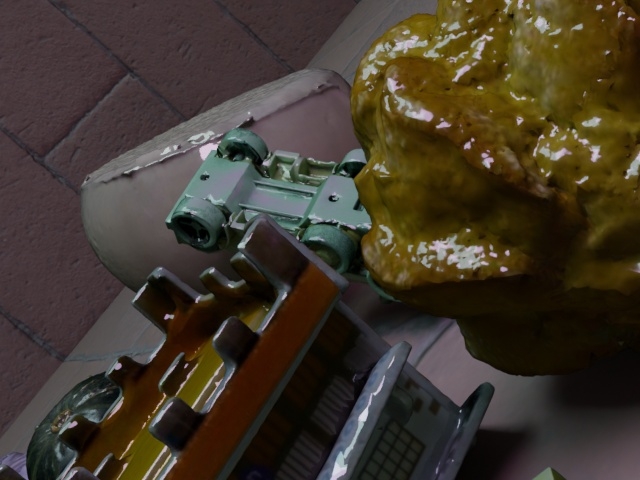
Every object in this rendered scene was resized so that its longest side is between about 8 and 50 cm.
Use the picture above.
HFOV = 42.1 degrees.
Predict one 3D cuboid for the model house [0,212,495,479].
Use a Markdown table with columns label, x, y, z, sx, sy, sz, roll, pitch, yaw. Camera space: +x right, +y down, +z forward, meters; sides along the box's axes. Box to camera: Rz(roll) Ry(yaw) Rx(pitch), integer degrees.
| label | x | y | z | sx | sy | sz | roll | pitch | yaw |
| --- | --- | --- | --- | --- | --- | --- | --- | --- | --- |
| model house | -0.040 | 0.132 | 0.477 | 0.198 | 0.215 | 0.224 | -21 | 30 | 55 |

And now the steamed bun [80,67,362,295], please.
| label | x | y | z | sx | sy | sz | roll | pitch | yaw |
| --- | --- | --- | --- | --- | --- | --- | --- | --- | --- |
| steamed bun | -0.095 | -0.044 | 1.015 | 0.374 | 0.241 | 0.374 | -21 | 16 | 6 |

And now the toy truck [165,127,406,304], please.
| label | x | y | z | sx | sy | sz | roll | pitch | yaw |
| --- | --- | --- | --- | --- | --- | --- | --- | --- | --- |
| toy truck | -0.003 | -0.003 | 0.752 | 0.135 | 0.259 | 0.128 | 84 | -155 | -49 |

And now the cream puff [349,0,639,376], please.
| label | x | y | z | sx | sy | sz | roll | pitch | yaw |
| --- | --- | --- | --- | --- | --- | --- | --- | --- | --- |
| cream puff | 0.134 | -0.041 | 0.432 | 0.244 | 0.244 | 0.196 | -34 | 32 | 44 |

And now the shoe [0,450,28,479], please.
| label | x | y | z | sx | sy | sz | roll | pitch | yaw |
| --- | --- | --- | --- | --- | --- | --- | --- | --- | --- |
| shoe | -0.325 | 0.309 | 1.098 | 0.245 | 0.137 | 0.095 | -15 | -70 | -72 |

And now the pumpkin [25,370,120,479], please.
| label | x | y | z | sx | sy | sz | roll | pitch | yaw |
| --- | --- | --- | --- | --- | --- | --- | --- | --- | --- |
| pumpkin | -0.243 | 0.239 | 0.934 | 0.190 | 0.146 | 0.190 | -42 | 16 | 14 |

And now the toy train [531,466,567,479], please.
| label | x | y | z | sx | sy | sz | roll | pitch | yaw |
| --- | --- | --- | --- | --- | --- | --- | --- | --- | --- |
| toy train | 0.084 | 0.162 | 0.379 | 0.122 | 0.050 | 0.081 | -44 | 10 | 19 |
